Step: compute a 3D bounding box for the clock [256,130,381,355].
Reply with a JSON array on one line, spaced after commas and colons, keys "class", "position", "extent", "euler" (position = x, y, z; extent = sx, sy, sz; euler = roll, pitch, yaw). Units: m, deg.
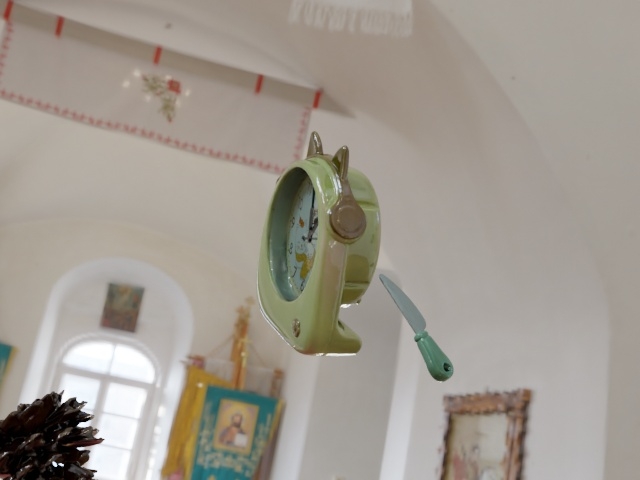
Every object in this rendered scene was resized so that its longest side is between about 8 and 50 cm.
[{"class": "clock", "position": [0.000, 0.000, 1.470], "extent": [0.117, 0.349, 0.286], "euler": [5, 15, -24]}]

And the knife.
[{"class": "knife", "position": [0.202, 0.175, 1.818], "extent": [0.063, 0.260, 0.034], "euler": [-10, -26, -42]}]

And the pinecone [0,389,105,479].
[{"class": "pinecone", "position": [-0.299, 0.232, 0.935], "extent": [0.121, 0.140, 0.140], "euler": [51, -8, 13]}]
